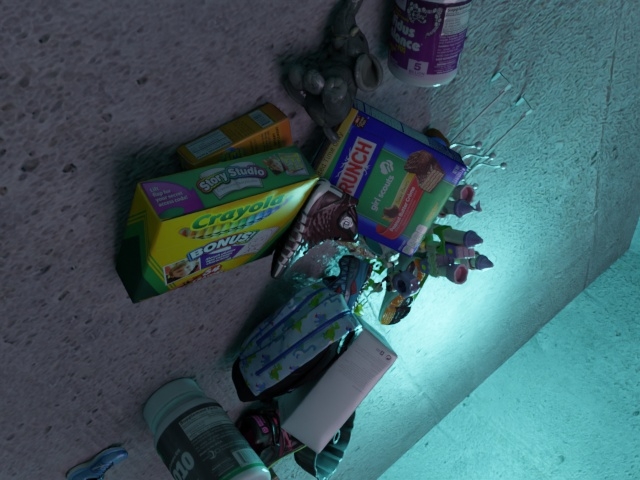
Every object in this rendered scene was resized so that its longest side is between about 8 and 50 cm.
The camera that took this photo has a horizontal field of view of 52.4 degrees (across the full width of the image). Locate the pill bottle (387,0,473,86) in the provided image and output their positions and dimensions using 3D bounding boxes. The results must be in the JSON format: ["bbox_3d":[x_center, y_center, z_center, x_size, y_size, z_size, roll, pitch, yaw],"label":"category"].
[{"bbox_3d":[0.243,-0.504,1.415,0.169,0.169,0.301,-27,141,-28],"label":"pill bottle"}]

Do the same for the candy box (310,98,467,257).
[{"bbox_3d":[0.144,-0.150,1.564,0.317,0.122,0.268,25,111,-10],"label":"candy box"}]

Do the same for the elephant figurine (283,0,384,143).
[{"bbox_3d":[0.052,-0.370,1.375,0.239,0.169,0.186,-51,179,-22],"label":"elephant figurine"}]

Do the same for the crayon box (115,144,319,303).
[{"bbox_3d":[-0.220,-0.034,1.360,0.363,0.106,0.313,-20,159,-35],"label":"crayon box"}]

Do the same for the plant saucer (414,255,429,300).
[{"bbox_3d":[0.352,0.112,2.222,0.241,0.037,0.241,-59,171,-15],"label":"plant saucer"}]

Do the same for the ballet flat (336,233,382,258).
[{"bbox_3d":[0.098,0.000,1.878,0.077,0.091,0.241,-24,148,21],"label":"ballet flat"}]

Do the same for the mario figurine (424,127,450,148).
[{"bbox_3d":[0.206,-0.214,1.759,0.320,0.170,0.198,-29,107,-42],"label":"mario figurine"}]

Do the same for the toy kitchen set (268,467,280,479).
[{"bbox_3d":[-0.134,0.756,2.309,0.207,0.166,0.122,-36,145,-15],"label":"toy kitchen set"}]

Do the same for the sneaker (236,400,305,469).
[{"bbox_3d":[-0.147,0.621,2.141,0.483,0.185,0.202,-41,150,-11],"label":"sneaker"}]

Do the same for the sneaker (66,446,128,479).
[{"bbox_3d":[-0.590,0.620,1.746,0.162,0.073,0.063,-27,142,-27],"label":"sneaker"}]

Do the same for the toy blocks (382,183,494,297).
[{"bbox_3d":[0.375,0.007,1.931,0.309,0.260,0.288,-22,111,-31],"label":"toy blocks"}]

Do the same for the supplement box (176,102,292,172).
[{"bbox_3d":[-0.176,-0.197,1.354,0.233,0.080,0.078,-29,142,-19],"label":"supplement box"}]

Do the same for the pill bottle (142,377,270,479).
[{"bbox_3d":[-0.311,0.550,1.722,0.204,0.361,0.204,-29,142,-25],"label":"pill bottle"}]

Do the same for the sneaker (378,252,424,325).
[{"bbox_3d":[0.253,0.155,2.145,0.099,0.121,0.262,15,108,-30],"label":"sneaker"}]

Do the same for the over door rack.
[{"bbox_3d":[0.515,-0.314,1.971,0.324,0.108,0.239,-55,147,12],"label":"over door rack"}]

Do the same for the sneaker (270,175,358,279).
[{"bbox_3d":[0.000,0.000,1.517,0.162,0.106,0.281,22,118,-14],"label":"sneaker"}]

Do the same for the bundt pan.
[{"bbox_3d":[0.007,0.697,2.373,0.331,0.124,0.331,-37,134,-52],"label":"bundt pan"}]

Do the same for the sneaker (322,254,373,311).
[{"bbox_3d":[0.058,0.157,1.951,0.262,0.125,0.104,-65,169,17],"label":"sneaker"}]

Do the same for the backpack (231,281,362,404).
[{"bbox_3d":[-0.054,0.283,1.829,0.355,0.273,0.290,-26,169,38],"label":"backpack"}]

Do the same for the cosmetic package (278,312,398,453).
[{"bbox_3d":[0.046,0.427,1.995,0.385,0.156,0.217,-50,-170,1],"label":"cosmetic package"}]

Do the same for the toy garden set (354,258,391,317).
[{"bbox_3d":[0.123,0.158,2.084,0.244,0.049,0.204,-51,145,5],"label":"toy garden set"}]
